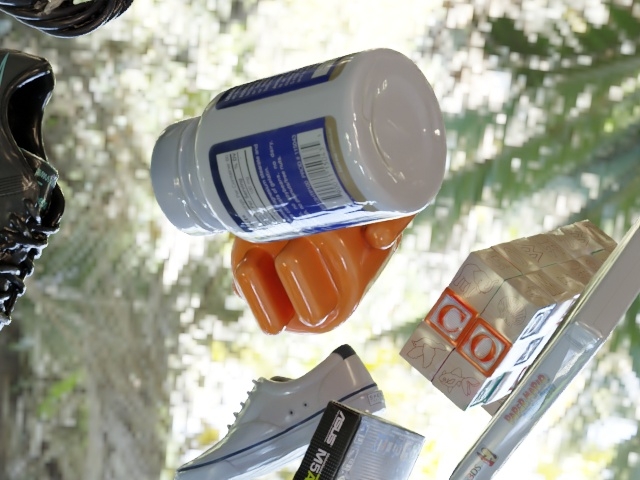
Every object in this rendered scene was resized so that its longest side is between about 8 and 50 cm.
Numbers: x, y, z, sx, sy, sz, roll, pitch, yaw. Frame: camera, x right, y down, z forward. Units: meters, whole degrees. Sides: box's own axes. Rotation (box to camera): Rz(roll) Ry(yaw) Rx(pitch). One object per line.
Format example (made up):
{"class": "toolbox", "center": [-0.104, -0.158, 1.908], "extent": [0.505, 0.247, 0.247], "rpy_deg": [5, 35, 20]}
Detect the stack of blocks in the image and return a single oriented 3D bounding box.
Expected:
{"class": "stack of blocks", "center": [0.197, 0.085, 1.669], "extent": [0.087, 0.171, 0.297], "rpy_deg": [41, -156, 20]}

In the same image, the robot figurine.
{"class": "robot figurine", "center": [-0.002, 0.000, 1.510], "extent": [0.128, 0.158, 0.219], "rpy_deg": [32, -145, 4]}

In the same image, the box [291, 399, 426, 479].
{"class": "box", "center": [0.021, 0.257, 1.649], "extent": [0.045, 0.184, 0.190], "rpy_deg": [21, 175, 27]}

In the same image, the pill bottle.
{"class": "pill bottle", "center": [-0.020, -0.058, 1.135], "extent": [0.186, 0.112, 0.112], "rpy_deg": [-10, -174, 37]}

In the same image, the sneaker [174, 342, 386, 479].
{"class": "sneaker", "center": [-0.051, 0.192, 1.800], "extent": [0.258, 0.091, 0.094], "rpy_deg": [-28, 165, 17]}

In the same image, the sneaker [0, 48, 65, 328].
{"class": "sneaker", "center": [-0.224, -0.004, 1.078], "extent": [0.106, 0.267, 0.101], "rpy_deg": [-5, 165, 10]}

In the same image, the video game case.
{"class": "video game case", "center": [0.176, 0.048, 1.098], "extent": [0.026, 0.206, 0.227], "rpy_deg": [36, -131, 7]}

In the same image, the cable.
{"class": "cable", "center": [-0.213, -0.246, 1.317], "extent": [0.150, 0.047, 0.185], "rpy_deg": [9, -124, -21]}
